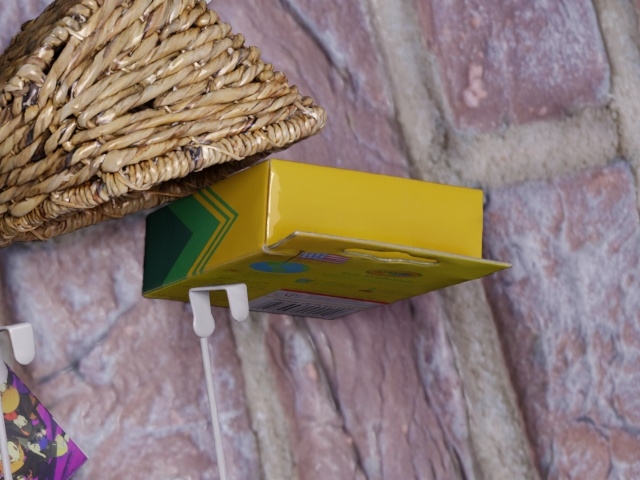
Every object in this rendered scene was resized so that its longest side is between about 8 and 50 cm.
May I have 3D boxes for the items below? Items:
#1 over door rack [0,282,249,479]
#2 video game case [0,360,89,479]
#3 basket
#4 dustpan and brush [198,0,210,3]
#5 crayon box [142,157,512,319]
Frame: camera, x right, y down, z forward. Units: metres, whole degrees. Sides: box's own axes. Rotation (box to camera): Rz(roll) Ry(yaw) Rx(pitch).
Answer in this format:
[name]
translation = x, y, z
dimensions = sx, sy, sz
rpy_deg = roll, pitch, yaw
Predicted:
[over door rack]
translation = -0.177, 0.198, 1.634
dimensions = 0.239, 0.108, 0.324
rpy_deg = -12, 108, -42
[video game case]
translation = -0.340, 0.183, 1.633
dimensions = 0.232, 0.042, 0.210
rpy_deg = -45, 104, -26
[basket]
translation = -0.176, -0.069, 1.613
dimensions = 0.223, 0.299, 0.213
rpy_deg = 43, 64, -15
[dustpan and brush]
translation = -0.147, -0.228, 1.780
dimensions = 0.147, 0.060, 0.211
rpy_deg = 8, 55, -10
[crayon box]
translation = 0.000, 0.000, 1.681
dimensions = 0.202, 0.318, 0.081
rpy_deg = 8, 78, -26
